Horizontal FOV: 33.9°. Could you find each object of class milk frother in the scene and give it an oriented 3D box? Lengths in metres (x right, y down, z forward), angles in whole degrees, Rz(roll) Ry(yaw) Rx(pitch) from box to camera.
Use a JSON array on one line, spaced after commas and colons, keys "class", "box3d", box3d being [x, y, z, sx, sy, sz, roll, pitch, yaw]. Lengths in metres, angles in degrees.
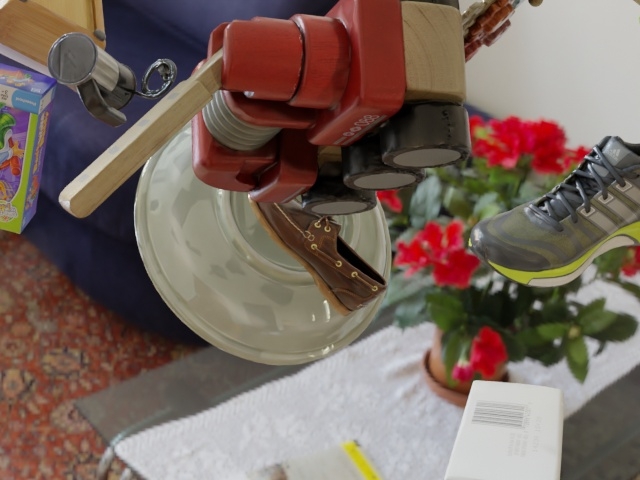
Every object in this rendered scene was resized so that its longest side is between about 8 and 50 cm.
[{"class": "milk frother", "box3d": [-0.313, -0.260, 1.605, 0.129, 0.143, 0.135, 50, 5, 18]}]

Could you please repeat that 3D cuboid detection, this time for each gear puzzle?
[{"class": "gear puzzle", "box3d": [0.195, -0.265, 1.432, 0.044, 0.175, 0.339, 48, 53, 5]}]

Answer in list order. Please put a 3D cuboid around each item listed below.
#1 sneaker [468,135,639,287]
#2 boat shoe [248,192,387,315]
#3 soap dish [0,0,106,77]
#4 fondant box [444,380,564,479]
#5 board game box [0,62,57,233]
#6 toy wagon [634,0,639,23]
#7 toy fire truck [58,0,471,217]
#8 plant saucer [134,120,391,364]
[{"class": "sneaker", "box3d": [0.285, -0.047, 1.118, 0.300, 0.121, 0.111, -21, 44, -25]}, {"class": "boat shoe", "box3d": [0.000, 0.000, 1.300, 0.207, 0.073, 0.073, 47, 29, -18]}, {"class": "soap dish", "box3d": [-0.493, -0.436, 1.861, 0.229, 0.118, 0.290, 24, 41, -41]}, {"class": "fondant box", "box3d": [0.163, 0.325, 0.968, 0.096, 0.330, 0.238, 4, 13, 13]}, {"class": "board game box", "box3d": [-0.586, -0.169, 1.557, 0.347, 0.233, 0.078, 15, 27, -3]}, {"class": "toy wagon", "box3d": [0.425, -0.398, 1.287, 0.344, 0.267, 0.068, 35, 55, -9]}, {"class": "toy fire truck", "box3d": [-0.049, -0.077, 0.692, 0.247, 0.158, 0.217, 2, -12, -22]}, {"class": "plant saucer", "box3d": [-0.057, -0.028, 1.483, 0.401, 0.100, 0.400, 12, 63, -25]}]
